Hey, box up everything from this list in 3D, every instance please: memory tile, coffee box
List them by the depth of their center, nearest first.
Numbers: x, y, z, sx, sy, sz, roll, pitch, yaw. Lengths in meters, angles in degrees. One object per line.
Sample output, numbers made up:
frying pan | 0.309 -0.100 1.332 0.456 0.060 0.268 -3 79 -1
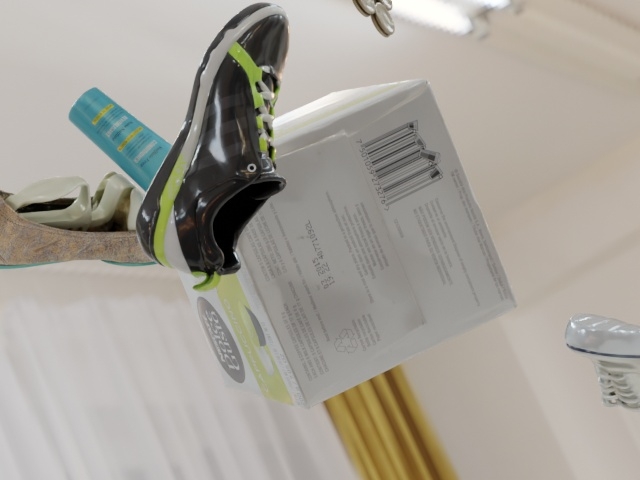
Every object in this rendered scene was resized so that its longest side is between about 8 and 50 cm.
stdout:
memory tile | 0.030 -0.280 1.738 0.012 0.113 0.148 -26 -44 24
coffee box | 0.000 0.000 2.341 0.338 0.337 0.334 -25 10 -20

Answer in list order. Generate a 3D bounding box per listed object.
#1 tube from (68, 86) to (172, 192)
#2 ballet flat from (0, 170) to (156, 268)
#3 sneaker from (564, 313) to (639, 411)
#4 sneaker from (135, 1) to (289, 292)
tube | -0.208 -0.099 2.027 0.080 0.207 0.052 -48 -11 -13
ballet flat | -0.273 -0.026 2.021 0.316 0.107 0.106 -5 -56 -46
sneaker | 0.322 0.132 1.764 0.094 0.091 0.258 14 0 34
sneaker | -0.058 -0.071 1.351 0.084 0.097 0.234 28 -96 -62
